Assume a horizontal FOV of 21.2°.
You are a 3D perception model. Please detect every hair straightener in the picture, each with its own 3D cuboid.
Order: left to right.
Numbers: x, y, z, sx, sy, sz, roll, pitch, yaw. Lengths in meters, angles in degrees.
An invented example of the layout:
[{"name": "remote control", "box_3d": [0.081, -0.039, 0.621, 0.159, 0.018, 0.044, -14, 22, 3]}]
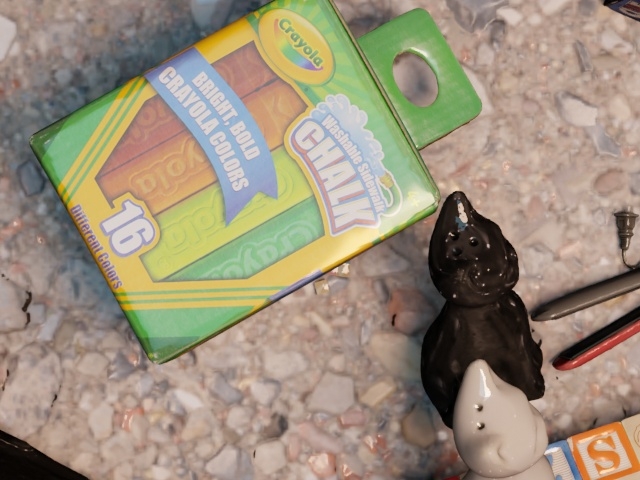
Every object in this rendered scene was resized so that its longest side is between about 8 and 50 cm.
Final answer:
[{"name": "hair straightener", "box_3d": [0.261, 0.010, 1.296, 0.230, 0.047, 0.089, -28, 93, -1]}]

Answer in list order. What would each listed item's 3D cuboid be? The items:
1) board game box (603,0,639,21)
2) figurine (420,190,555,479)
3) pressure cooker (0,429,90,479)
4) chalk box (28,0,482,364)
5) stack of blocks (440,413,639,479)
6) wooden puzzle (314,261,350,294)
[{"name": "board game box", "box_3d": [0.280, -0.282, 1.228, 0.042, 0.165, 0.243, 20, 91, -3]}, {"name": "figurine", "box_3d": [0.113, 0.104, 1.160, 0.092, 0.209, 0.214, -9, 54, 5]}, {"name": "pressure cooker", "box_3d": [-0.338, 0.322, 1.119, 0.370, 0.375, 0.420, 22, 90, -6]}, {"name": "chalk box", "box_3d": [-0.027, -0.060, 1.210, 0.289, 0.179, 0.180, -31, 89, 0]}, {"name": "stack of blocks", "box_3d": [0.190, 0.240, 1.242, 0.297, 0.087, 0.171, -19, 58, -2]}, {"name": "wooden puzzle", "box_3d": [0.000, 0.000, 1.304, 0.049, 0.006, 0.083, 7, 91, -3]}]
